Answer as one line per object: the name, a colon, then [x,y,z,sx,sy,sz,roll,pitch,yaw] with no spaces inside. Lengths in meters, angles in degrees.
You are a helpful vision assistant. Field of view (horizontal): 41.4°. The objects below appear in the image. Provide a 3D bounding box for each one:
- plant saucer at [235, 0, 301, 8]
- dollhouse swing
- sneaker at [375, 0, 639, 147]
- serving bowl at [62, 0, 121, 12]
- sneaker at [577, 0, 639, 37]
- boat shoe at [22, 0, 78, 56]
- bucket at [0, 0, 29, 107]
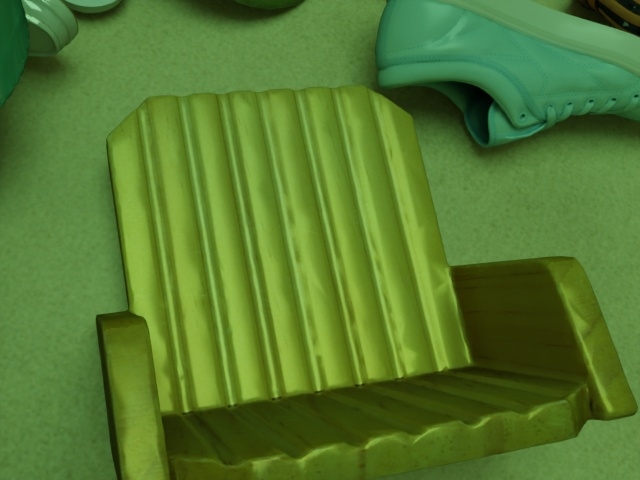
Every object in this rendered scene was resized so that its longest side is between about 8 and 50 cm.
plant saucer: [-0.076,-0.361,0.881,0.241,0.037,0.241,13,69,-37]
dollhouse swing: [0.000,0.000,0.661,0.347,0.315,0.305,-6,87,-16]
sneaker: [0.220,-0.159,0.891,0.366,0.135,0.150,16,93,-12]
serving bowl: [-0.235,-0.261,0.856,0.083,0.027,0.083,6,64,-12]
sneaker: [0.428,-0.313,0.998,0.321,0.124,0.180,-16,52,-37]
boat shoe: [-0.362,-0.198,0.761,0.277,0.098,0.096,11,63,1]
bucket: [-0.351,-0.191,0.596,0.281,0.183,0.281,1,60,-2]
